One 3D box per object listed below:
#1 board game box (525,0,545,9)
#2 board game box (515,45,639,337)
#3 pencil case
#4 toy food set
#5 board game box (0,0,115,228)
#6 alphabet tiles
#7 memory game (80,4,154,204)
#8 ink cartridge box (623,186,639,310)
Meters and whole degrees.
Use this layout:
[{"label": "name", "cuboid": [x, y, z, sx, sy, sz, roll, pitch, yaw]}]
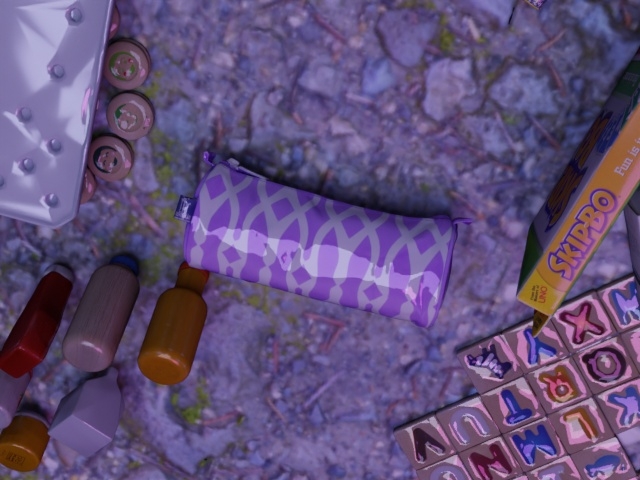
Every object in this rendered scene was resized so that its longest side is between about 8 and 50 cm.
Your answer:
[{"label": "board game box", "cuboid": [0.121, -0.257, 0.752, 0.170, 0.048, 0.141, 37, 113, -7]}, {"label": "board game box", "cuboid": [0.197, -0.063, 0.765, 0.039, 0.124, 0.259, 26, 117, 3]}, {"label": "pencil case", "cuboid": [0.000, 0.000, 0.854, 0.206, 0.086, 0.088, 16, 85, 1]}, {"label": "toy food set", "cuboid": [-0.192, 0.087, 0.923, 0.111, 0.104, 0.232, 36, 130, -21]}, {"label": "board game box", "cuboid": [-0.321, -0.239, 0.812, 0.390, 0.050, 0.389, 15, 110, 3]}, {"label": "alphabet tiles", "cuboid": [0.188, 0.153, 0.922, 0.237, 0.009, 0.198, -27, 105, 16]}, {"label": "memory game", "cuboid": [-0.214, -0.113, 0.875, 0.186, 0.012, 0.186, 3, 111, 8]}, {"label": "ink cartridge box", "cuboid": [0.277, 0.026, 0.829, 0.099, 0.056, 0.135, -12, 108, 8]}]
